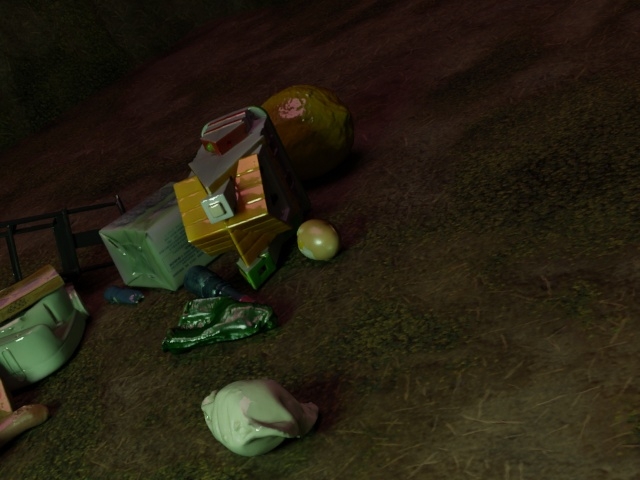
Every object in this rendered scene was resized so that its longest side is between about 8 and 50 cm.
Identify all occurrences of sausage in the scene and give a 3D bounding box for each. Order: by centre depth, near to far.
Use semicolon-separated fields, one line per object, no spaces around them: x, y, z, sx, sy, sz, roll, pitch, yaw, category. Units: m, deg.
-0.515;0.317;1.743;0.186;0.043;0.043;-36;24;-22;sausage

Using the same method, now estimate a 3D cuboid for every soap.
-0.288;-0.012;2.104;0.182;0.138;0.199;3;36;49;soap

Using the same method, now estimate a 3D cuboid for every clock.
-0.144;-0.070;1.945;0.166;0.235;0.309;-19;23;15;clock
-0.572;0.170;2.051;0.265;0.108;0.324;-21;22;14;clock

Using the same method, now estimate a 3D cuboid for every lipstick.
-0.165;0.091;1.858;0.053;0.053;0.234;-34;25;-19;lipstick

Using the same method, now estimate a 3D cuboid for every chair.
-0.526;0.013;2.251;0.260;0.154;0.141;-12;-6;-20;chair

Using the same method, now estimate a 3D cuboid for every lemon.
-0.036;-0.217;2.218;0.231;0.192;0.192;-16;24;30;lemon

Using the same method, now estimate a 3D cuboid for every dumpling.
-0.067;0.226;1.410;0.134;0.100;0.169;2;-18;-29;dumpling

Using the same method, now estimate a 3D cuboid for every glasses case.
-0.552;0.103;1.984;0.170;0.041;0.065;-32;24;-22;glasses case

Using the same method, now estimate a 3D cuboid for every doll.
-0.375;0.106;2.091;0.037;0.027;0.125;-40;29;-30;doll

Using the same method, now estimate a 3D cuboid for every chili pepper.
-0.164;0.138;1.740;0.216;0.062;0.108;-12;32;31;chili pepper

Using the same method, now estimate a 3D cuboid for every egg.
0.000;0.000;1.852;0.071;0.071;0.083;-34;29;-18;egg

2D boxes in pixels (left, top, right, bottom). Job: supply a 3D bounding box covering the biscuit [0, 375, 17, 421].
-0.602;0.276;1.831;0.239;0.041;0.212;4;66;29;biscuit
